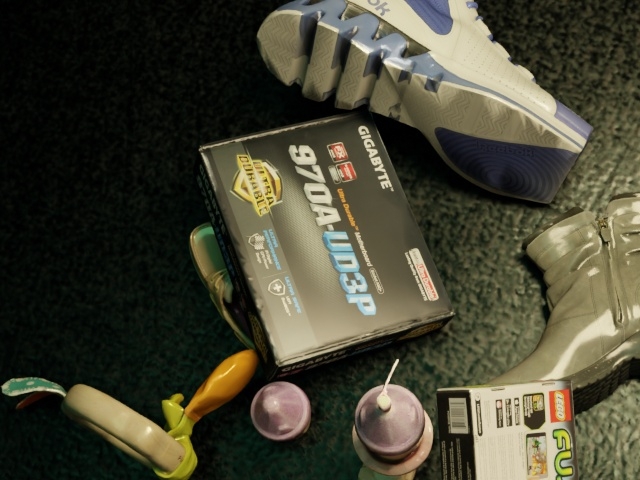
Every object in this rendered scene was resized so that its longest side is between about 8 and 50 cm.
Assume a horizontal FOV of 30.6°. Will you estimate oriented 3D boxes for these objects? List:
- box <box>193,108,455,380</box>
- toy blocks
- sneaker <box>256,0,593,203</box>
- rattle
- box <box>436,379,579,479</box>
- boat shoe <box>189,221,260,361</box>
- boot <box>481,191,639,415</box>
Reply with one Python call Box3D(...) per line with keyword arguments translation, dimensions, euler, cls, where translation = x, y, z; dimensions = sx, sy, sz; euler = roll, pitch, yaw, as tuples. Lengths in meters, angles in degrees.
Box3D(translation=(0.000, 0.000, 1.065), dimensions=(0.175, 0.051, 0.220), euler=(-14, 70, -19), cls="box")
Box3D(translation=(0.007, 0.246, 0.910), dimensions=(0.309, 0.260, 0.288), euler=(16, 77, 13), cls="toy blocks")
Box3D(translation=(0.119, -0.184, 1.084), dimensions=(0.316, 0.127, 0.182), euler=(27, 60, 2), cls="sneaker")
Box3D(translation=(-0.178, 0.125, 1.060), dimensions=(0.200, 0.130, 0.142), euler=(20, 85, 41), cls="rattle")
Box3D(translation=(0.141, 0.207, 0.845), dimensions=(0.036, 0.114, 0.206), euler=(-9, 81, 50), cls="box")
Box3D(translation=(-0.071, 0.046, 1.087), dimensions=(0.063, 0.059, 0.170), euler=(-36, 72, -3), cls="boat shoe")
Box3D(translation=(0.218, 0.064, 1.041), dimensions=(0.247, 0.083, 0.161), euler=(-23, 62, -2), cls="boot")
